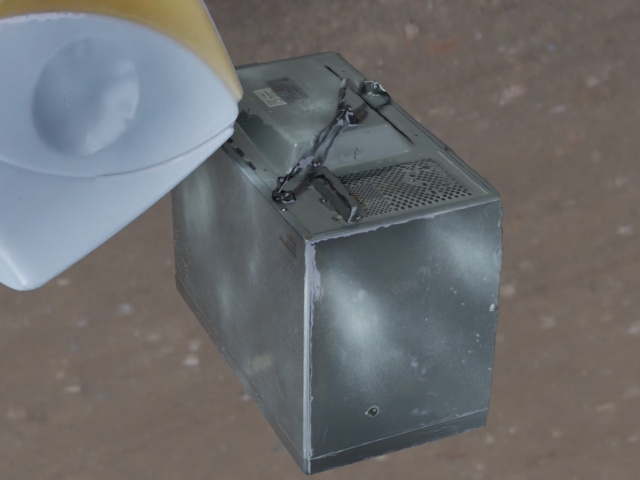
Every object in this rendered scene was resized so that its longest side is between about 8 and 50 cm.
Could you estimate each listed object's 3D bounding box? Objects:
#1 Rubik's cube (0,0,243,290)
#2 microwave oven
[{"bbox_3d":[-0.336,-0.201,1.584,0.352,0.351,0.347,-43,133,-20],"label":"Rubik's cube"},{"bbox_3d":[0.000,0.000,1.747,0.236,0.432,0.374,-14,124,-21],"label":"microwave oven"}]
